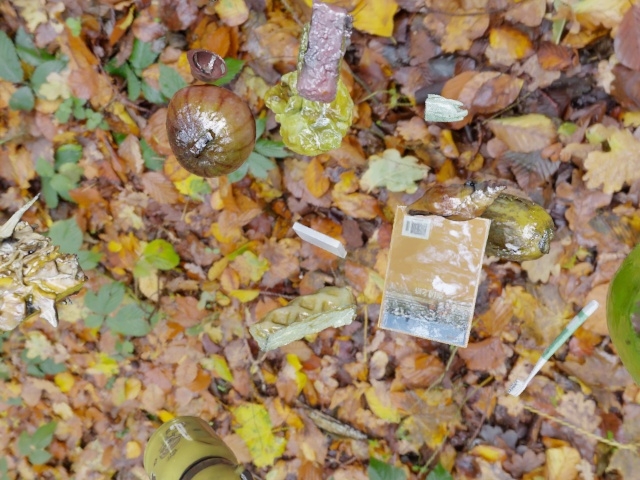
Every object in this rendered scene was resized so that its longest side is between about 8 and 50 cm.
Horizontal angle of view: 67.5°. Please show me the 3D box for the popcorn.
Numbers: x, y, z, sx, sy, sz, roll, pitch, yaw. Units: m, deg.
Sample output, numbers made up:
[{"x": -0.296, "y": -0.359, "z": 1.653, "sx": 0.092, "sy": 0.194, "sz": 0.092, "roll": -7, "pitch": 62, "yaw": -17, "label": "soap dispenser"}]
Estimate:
[{"x": -0.030, "y": -0.400, "z": 1.474, "sx": 0.276, "sy": 0.225, "sz": 0.277, "roll": -2, "pitch": 113, "yaw": -5, "label": "popcorn"}]

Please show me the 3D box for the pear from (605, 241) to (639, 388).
[{"x": 0.654, "y": 0.156, "z": 0.780, "sx": 0.398, "sy": 0.165, "sz": 0.399, "roll": 12, "pitch": 106, "yaw": 50, "label": "pear"}]

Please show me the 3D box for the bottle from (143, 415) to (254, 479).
[{"x": -0.255, "y": 0.492, "z": 0.994, "sx": 0.171, "sy": 0.171, "sz": 0.351, "roll": 53, "pitch": 156, "yaw": -14, "label": "bottle"}]

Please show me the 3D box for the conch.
[{"x": 0.261, "y": -0.072, "z": 0.949, "sx": 0.232, "sy": 0.080, "sz": 0.086, "roll": -15, "pitch": 142, "yaw": 36, "label": "conch"}]

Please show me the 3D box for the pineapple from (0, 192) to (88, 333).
[{"x": -0.454, "y": 0.059, "z": 0.671, "sx": 0.334, "sy": 0.161, "sz": 0.158, "roll": -9, "pitch": 108, "yaw": 50, "label": "pineapple"}]

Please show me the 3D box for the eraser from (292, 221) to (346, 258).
[{"x": 0.000, "y": 0.000, "z": 1.381, "sx": 0.150, "sy": 0.023, "sz": 0.104, "roll": 25, "pitch": 169, "yaw": 21, "label": "eraser"}]

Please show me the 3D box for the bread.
[{"x": -0.033, "y": 0.157, "z": 0.990, "sx": 0.088, "sy": 0.232, "sz": 0.128, "roll": 59, "pitch": 150, "yaw": 28, "label": "bread"}]

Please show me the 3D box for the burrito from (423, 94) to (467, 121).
[{"x": 0.334, "y": -0.349, "z": 1.279, "sx": 0.118, "sy": 0.044, "sz": 0.074, "roll": 9, "pitch": 144, "yaw": 4, "label": "burrito"}]

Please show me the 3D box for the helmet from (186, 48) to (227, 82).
[{"x": -0.302, "y": -0.440, "z": 1.233, "sx": 0.057, "sy": 0.111, "sz": 0.089, "roll": -29, "pitch": 74, "yaw": 47, "label": "helmet"}]

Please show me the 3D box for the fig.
[{"x": -0.278, "y": -0.267, "z": 1.187, "sx": 0.235, "sy": 0.214, "sz": 0.235, "roll": 24, "pitch": 150, "yaw": 15, "label": "fig"}]

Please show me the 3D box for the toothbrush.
[{"x": 0.440, "y": 0.210, "z": 0.915, "sx": 0.024, "sy": 0.018, "sz": 0.257, "roll": 23, "pitch": 117, "yaw": -11, "label": "toothbrush"}]

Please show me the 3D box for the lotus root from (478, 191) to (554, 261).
[{"x": 0.516, "y": -0.054, "z": 1.458, "sx": 0.397, "sy": 0.179, "sz": 0.196, "roll": 22, "pitch": 93, "yaw": 49, "label": "lotus root"}]

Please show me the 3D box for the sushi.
[{"x": 0.003, "y": -0.384, "z": 1.017, "sx": 0.107, "sy": 0.241, "sz": 0.161, "roll": 11, "pitch": 94, "yaw": -1, "label": "sushi"}]

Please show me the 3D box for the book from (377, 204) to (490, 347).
[{"x": 0.319, "y": 0.101, "z": 1.375, "sx": 0.262, "sy": 0.028, "sz": 0.374, "roll": 11, "pitch": 100, "yaw": 17, "label": "book"}]
